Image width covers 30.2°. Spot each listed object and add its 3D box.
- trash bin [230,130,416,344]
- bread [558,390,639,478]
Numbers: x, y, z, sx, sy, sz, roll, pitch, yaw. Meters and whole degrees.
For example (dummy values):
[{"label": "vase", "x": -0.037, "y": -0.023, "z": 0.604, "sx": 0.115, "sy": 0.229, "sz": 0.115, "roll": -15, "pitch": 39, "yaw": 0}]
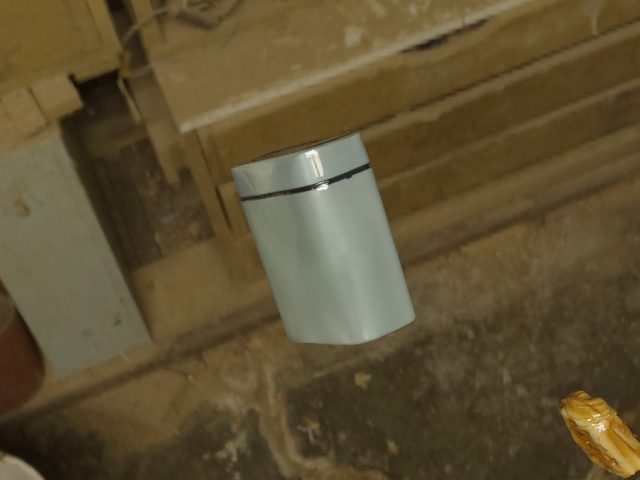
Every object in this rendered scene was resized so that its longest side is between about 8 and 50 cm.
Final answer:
[{"label": "trash bin", "x": 0.000, "y": 0.000, "z": 0.798, "sx": 0.059, "sy": 0.130, "sz": 0.116, "roll": -22, "pitch": 9, "yaw": -29}, {"label": "bread", "x": 0.302, "y": 0.208, "z": 1.278, "sx": 0.044, "sy": 0.111, "sz": 0.083, "roll": -45, "pitch": 22, "yaw": -11}]
